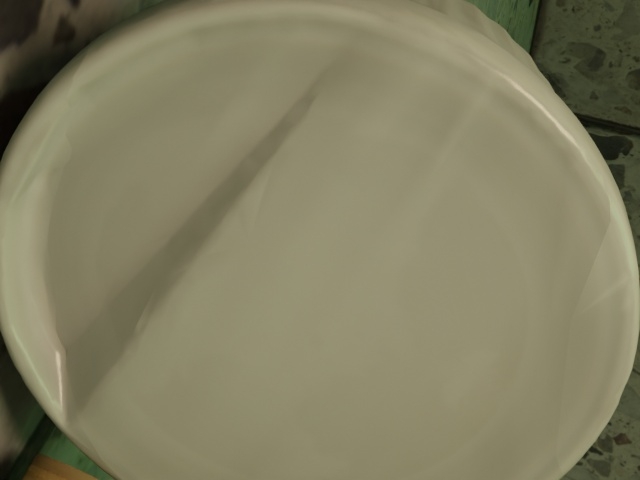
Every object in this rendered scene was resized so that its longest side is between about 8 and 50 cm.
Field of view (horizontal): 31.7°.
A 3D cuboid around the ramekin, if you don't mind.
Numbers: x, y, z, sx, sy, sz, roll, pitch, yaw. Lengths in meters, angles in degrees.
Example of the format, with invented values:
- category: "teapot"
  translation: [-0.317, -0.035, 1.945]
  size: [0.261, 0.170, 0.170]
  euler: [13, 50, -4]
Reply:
- category: "ramekin"
  translation: [0.000, 0.000, 0.510]
  size: [0.127, 0.272, 0.273]
  euler: [-77, 176, -58]

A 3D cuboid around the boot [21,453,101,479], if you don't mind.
- category: "boot"
  translation: [-0.136, 0.241, 0.591]
  size: [0.211, 0.104, 0.295]
  euler: [-65, 160, -17]
